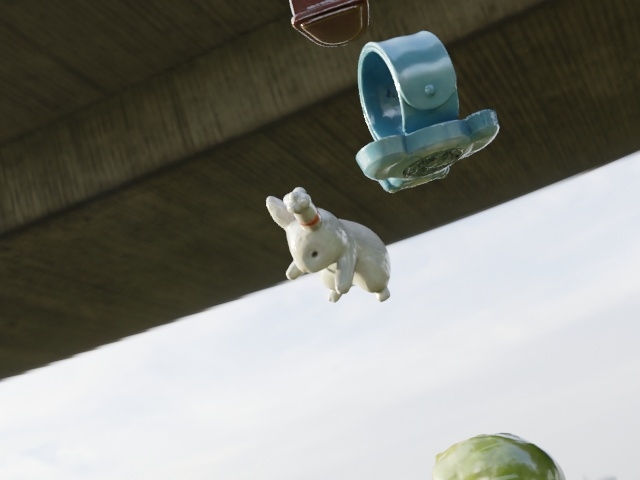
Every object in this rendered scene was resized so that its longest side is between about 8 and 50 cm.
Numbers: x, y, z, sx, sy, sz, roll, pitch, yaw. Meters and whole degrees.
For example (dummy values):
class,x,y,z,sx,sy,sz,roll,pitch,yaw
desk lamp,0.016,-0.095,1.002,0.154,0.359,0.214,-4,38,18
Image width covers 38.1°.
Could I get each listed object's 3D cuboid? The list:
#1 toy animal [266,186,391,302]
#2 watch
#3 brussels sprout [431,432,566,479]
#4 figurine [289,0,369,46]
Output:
class,x,y,z,sx,sy,sz,roll,pitch,yaw
toy animal,0.001,0.016,1.530,0.140,0.138,0.282,5,-13,42
watch,0.124,-0.190,1.321,0.211,0.193,0.211,-18,-13,-4
brussels sprout,0.199,0.267,0.986,0.122,0.151,0.149,-41,-14,3
figurine,0.012,-0.285,1.006,0.082,0.154,0.098,-17,-24,17
